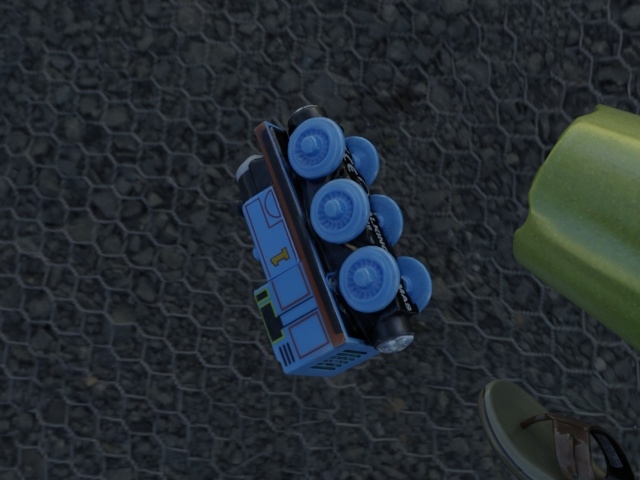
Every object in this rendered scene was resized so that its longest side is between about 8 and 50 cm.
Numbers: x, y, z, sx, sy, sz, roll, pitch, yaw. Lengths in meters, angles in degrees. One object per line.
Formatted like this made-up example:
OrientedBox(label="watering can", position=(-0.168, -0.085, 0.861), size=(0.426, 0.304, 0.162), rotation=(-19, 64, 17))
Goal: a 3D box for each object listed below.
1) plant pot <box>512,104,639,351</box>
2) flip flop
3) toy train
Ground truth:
OrientedBox(label="plant pot", position=(0.336, 0.002, 0.921), size=(0.254, 0.276, 0.276), rotation=(30, 90, 26))
OrientedBox(label="flip flop", position=(0.268, 0.229, 0.947), size=(0.277, 0.112, 0.080), rotation=(47, 121, 38))
OrientedBox(label="toy train", position=(0.000, 0.000, 0.652), size=(0.105, 0.080, 0.184), rotation=(-30, 68, 21))
